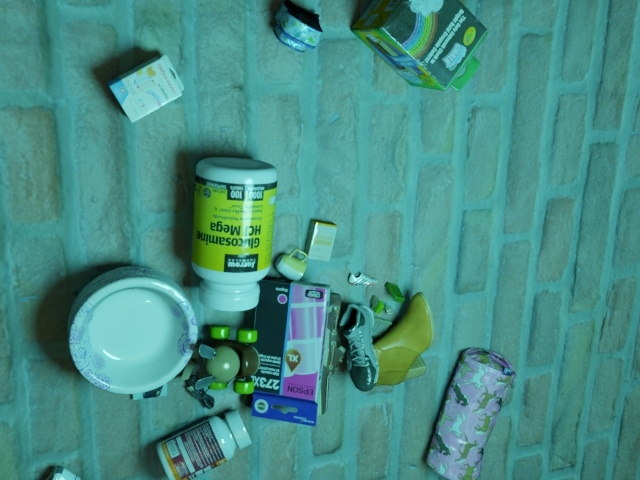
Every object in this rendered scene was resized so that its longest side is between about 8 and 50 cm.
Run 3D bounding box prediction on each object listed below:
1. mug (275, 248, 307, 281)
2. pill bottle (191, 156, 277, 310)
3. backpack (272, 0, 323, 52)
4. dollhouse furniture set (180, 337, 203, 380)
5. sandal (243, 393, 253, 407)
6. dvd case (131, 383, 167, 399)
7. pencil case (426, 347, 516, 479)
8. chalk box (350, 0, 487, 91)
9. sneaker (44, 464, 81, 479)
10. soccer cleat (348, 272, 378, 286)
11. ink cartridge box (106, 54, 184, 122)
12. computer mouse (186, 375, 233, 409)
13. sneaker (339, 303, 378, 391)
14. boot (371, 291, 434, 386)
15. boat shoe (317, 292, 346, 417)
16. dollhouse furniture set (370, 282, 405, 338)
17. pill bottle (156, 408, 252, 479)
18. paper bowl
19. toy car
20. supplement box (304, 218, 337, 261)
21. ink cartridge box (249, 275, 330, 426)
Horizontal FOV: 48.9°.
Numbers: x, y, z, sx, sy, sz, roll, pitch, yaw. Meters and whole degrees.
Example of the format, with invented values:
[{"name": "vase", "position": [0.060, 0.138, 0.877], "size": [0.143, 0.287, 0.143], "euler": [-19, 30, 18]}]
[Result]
[{"name": "mug", "position": [-0.075, 0.059, 1.783], "size": [0.064, 0.062, 0.078], "euler": [32, 76, -17]}, {"name": "pill bottle", "position": [-0.203, -0.015, 1.634], "size": [0.188, 0.188, 0.333], "euler": [-1, 106, -21]}, {"name": "backpack", "position": [-0.050, -0.477, 1.592], "size": [0.105, 0.114, 0.084], "euler": [19, 118, -26]}, {"name": "dollhouse furniture set", "position": [-0.349, 0.294, 1.741], "size": [0.081, 0.091, 0.114], "euler": [21, 101, -10]}, {"name": "sandal", "position": [-0.130, 0.350, 1.851], "size": [0.090, 0.060, 0.219], "euler": [27, 110, -19]}, {"name": "dvd case", "position": [-0.426, 0.337, 1.755], "size": [0.087, 0.013, 0.119], "euler": [-3, 106, -20]}, {"name": "pencil case", "position": [0.440, 0.514, 2.061], "size": [0.160, 0.167, 0.386], "euler": [3, 108, -55]}, {"name": "chalk box", "position": [0.254, -0.478, 1.675], "size": [0.289, 0.179, 0.180], "euler": [37, 90, -27]}, {"name": "sneaker", "position": [-0.706, 0.651, 1.712], "size": [0.258, 0.094, 0.091], "euler": [-43, 107, -14]}, {"name": "soccer cleat", "position": [0.115, 0.103, 1.881], "size": [0.083, 0.029, 0.035], "euler": [1, 110, -16]}, {"name": "ink cartridge box", "position": [-0.374, -0.333, 1.527], "size": [0.143, 0.090, 0.092], "euler": [-32, 114, -8]}, {"name": "computer mouse", "position": [-0.248, 0.339, 1.810], "size": [0.193, 0.042, 0.106], "euler": [-40, 111, 1]}, {"name": "sneaker", "position": [0.087, 0.271, 1.815], "size": [0.086, 0.132, 0.228], "euler": [-11, 70, 21]}, {"name": "boot", "position": [0.188, 0.282, 1.904], "size": [0.211, 0.104, 0.295], "euler": [-9, 123, -15]}, {"name": "boat shoe", "position": [0.014, 0.300, 1.855], "size": [0.123, 0.123, 0.341], "euler": [-5, 100, -21]}, {"name": "dollhouse furniture set", "position": [0.165, 0.192, 1.930], "size": [0.076, 0.058, 0.151], "euler": [17, 119, -32]}, {"name": "pill bottle", "position": [-0.296, 0.525, 1.802], "size": [0.221, 0.121, 0.121], "euler": [-24, 113, -12]}, {"name": "paper bowl", "position": [-0.437, 0.198, 1.634], "size": [0.284, 0.148, 0.284], "euler": [-6, 107, -19]}, {"name": "toy car", "position": [-0.245, 0.290, 1.670], "size": [0.149, 0.188, 0.155], "euler": [3, 91, 23]}, {"name": "supplement box", "position": [0.000, 0.000, 1.800], "size": [0.062, 0.036, 0.098], "euler": [9, 103, -23]}, {"name": "ink cartridge box", "position": [-0.081, 0.282, 1.757], "size": [0.176, 0.069, 0.370], "euler": [7, 98, 10]}]
